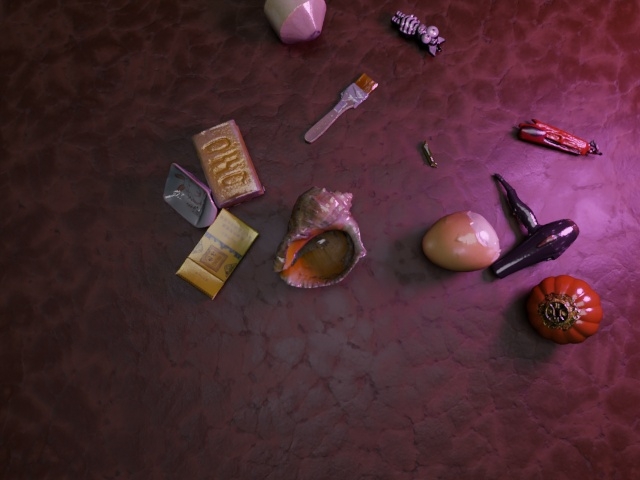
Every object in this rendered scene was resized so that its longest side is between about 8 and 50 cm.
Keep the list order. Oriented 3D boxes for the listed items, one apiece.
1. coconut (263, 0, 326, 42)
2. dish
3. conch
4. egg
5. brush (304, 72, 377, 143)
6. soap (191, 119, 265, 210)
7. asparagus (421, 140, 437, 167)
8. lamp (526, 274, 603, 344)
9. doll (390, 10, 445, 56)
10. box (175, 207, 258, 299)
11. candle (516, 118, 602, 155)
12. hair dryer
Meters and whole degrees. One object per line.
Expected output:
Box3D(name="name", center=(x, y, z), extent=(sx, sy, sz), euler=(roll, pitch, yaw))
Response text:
Box3D(name="coconut", center=(-0.083, -0.801, 1.683), extent=(0.202, 0.202, 0.222), euler=(-34, 79, -3))
Box3D(name="dish", center=(-0.432, -0.148, 1.630), extent=(0.234, 0.064, 0.154), euler=(39, 122, 20))
Box3D(name="conch", center=(0.008, -0.002, 1.576), extent=(0.297, 0.210, 0.352), euler=(44, 109, 14))
Box3D(name="egg", center=(0.457, 0.007, 1.558), extent=(0.244, 0.201, 0.201), euler=(-10, 82, 9))
Box3D(name="brush", center=(0.066, -0.473, 1.720), extent=(0.085, 0.020, 0.336), euler=(44, 85, 6))
Box3D(name="soap", center=(-0.324, -0.264, 1.668), extent=(0.173, 0.089, 0.274), euler=(-23, 82, 1))
Box3D(name="asparagus", center=(0.387, -0.304, 1.687), extent=(0.021, 0.025, 0.108), euler=(-22, 82, -11))
Box3D(name="lamp", center=(0.777, 0.221, 1.522), extent=(0.223, 0.196, 0.224), euler=(-2, 87, 37))
Box3D(name="doll", center=(0.357, -0.759, 1.730), extent=(0.219, 0.067, 0.091), euler=(36, 74, 4))
Box3D(name="box", center=(-0.353, 0.044, 1.632), extent=(0.153, 0.041, 0.279), euler=(36, 84, -12))
Box3D(name="candle", center=(0.840, -0.351, 1.667), extent=(0.301, 0.059, 0.084), euler=(22, 95, 6))
Box3D(name="hair dryer", center=(0.665, -0.070, 1.633), extent=(0.303, 0.120, 0.360), euler=(-31, 72, 12))
